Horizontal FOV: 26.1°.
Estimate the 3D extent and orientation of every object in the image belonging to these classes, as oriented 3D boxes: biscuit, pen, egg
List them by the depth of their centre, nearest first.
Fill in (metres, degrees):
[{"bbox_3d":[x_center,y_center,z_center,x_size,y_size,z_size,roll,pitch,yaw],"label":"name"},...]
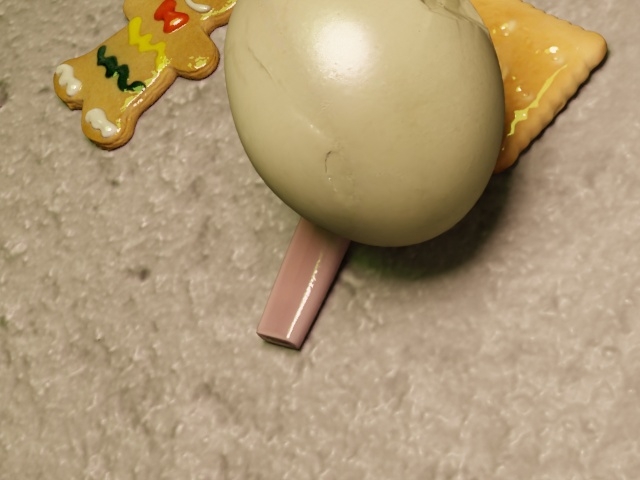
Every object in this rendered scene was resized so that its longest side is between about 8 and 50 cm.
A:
[{"bbox_3d":[0.034,-0.123,1.115,0.219,0.219,0.269,-37,70,1],"label":"egg"},{"bbox_3d":[0.000,0.000,1.200,0.053,0.032,0.197,13,70,32],"label":"pen"},{"bbox_3d":[0.120,-0.169,1.245,0.160,0.030,0.249,-48,52,-7],"label":"biscuit"},{"bbox_3d":[-0.168,-0.205,1.411,0.240,0.035,0.158,-44,54,-4],"label":"biscuit"}]
